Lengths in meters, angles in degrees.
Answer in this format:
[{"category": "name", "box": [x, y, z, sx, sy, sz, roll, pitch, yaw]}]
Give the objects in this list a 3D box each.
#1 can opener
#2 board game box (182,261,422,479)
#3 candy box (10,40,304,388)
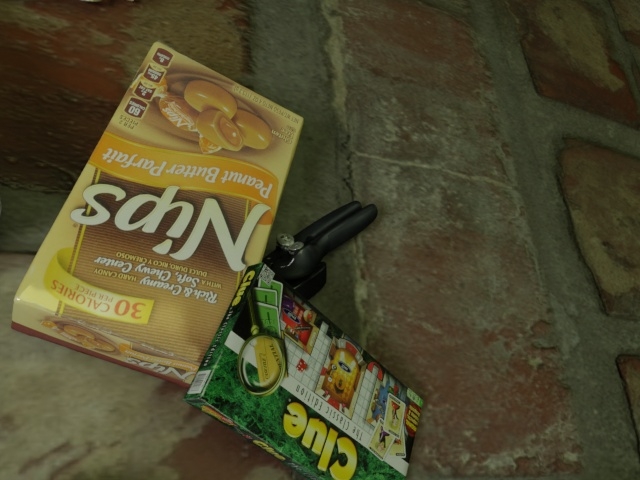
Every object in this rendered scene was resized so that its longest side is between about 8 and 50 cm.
[{"category": "can opener", "box": [0.000, 0.000, 0.670, 0.059, 0.073, 0.186, 19, 42, 29]}, {"category": "board game box", "box": [0.002, 0.150, 0.542, 0.259, 0.030, 0.136, 43, 53, -29]}, {"category": "candy box", "box": [-0.144, -0.032, 0.578, 0.183, 0.087, 0.316, 24, 55, -17]}]
